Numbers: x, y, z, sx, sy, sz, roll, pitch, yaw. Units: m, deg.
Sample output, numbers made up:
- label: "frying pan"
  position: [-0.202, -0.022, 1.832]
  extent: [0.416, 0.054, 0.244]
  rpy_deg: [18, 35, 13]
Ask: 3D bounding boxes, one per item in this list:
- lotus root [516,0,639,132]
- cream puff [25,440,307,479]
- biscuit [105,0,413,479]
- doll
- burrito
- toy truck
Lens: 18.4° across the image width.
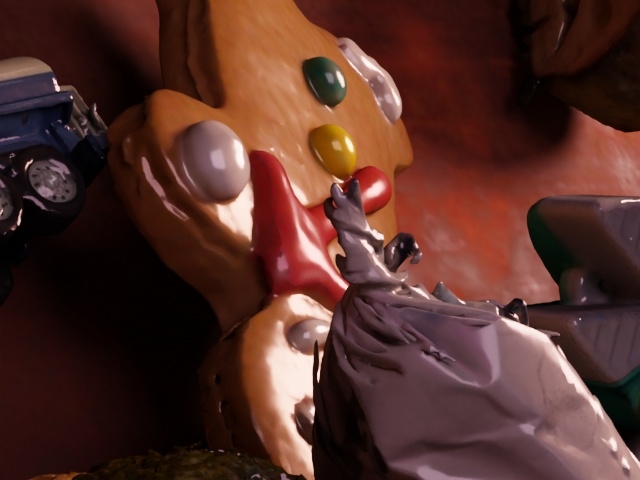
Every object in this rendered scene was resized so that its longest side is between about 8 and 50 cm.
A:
- label: "lotus root"
  position: [0.175, -0.180, 1.086]
  extent: [0.074, 0.170, 0.261]
  rpy_deg: [26, 50, -24]
- label: "cream puff"
  position: [-0.050, 0.142, 0.599]
  extent: [0.183, 0.169, 0.183]
  rpy_deg: [27, 44, -30]
- label: "biscuit"
  position: [0.000, 0.000, 0.791]
  extent: [0.216, 0.047, 0.340]
  rpy_deg: [43, 27, -32]
- label: "doll"
  position: [0.205, 0.035, 0.945]
  extent: [0.258, 0.153, 0.195]
  rpy_deg: [-13, 98, -44]
- label: "burrito"
  position: [0.098, 0.164, 0.672]
  extent: [0.101, 0.139, 0.445]
  rpy_deg: [-38, 109, -24]
- label: "toy truck"
  position: [-0.154, -0.017, 0.696]
  extent: [0.201, 0.074, 0.088]
  rpy_deg: [-18, 70, -50]
